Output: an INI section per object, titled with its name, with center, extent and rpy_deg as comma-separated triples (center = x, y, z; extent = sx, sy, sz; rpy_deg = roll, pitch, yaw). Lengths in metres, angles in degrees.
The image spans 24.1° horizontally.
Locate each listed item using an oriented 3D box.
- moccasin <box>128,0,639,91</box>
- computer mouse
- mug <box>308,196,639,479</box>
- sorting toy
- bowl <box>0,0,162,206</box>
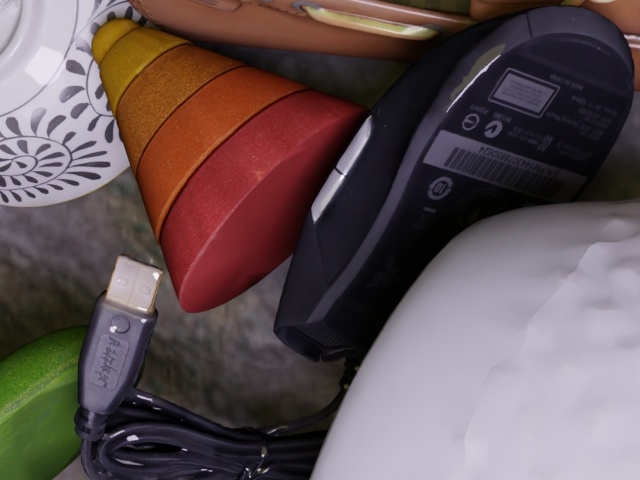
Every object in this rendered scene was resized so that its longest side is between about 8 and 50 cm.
[moccasin]
center = 0.086, -0.144, 0.619
extent = 0.380, 0.147, 0.139
rpy_deg = 8, 86, 11
[computer mouse]
center = 0.000, 0.000, 0.605
extent = 0.262, 0.184, 0.060
rpy_deg = -62, 39, 26
[mug]
center = 0.152, 0.176, 0.530
extent = 0.328, 0.276, 0.374
rpy_deg = 27, 111, 20
[sorting toy]
center = -0.145, 0.033, 0.664
extent = 0.365, 0.127, 0.126
rpy_deg = -44, 77, -1
[bowl]
center = -0.155, -0.103, 0.720
extent = 0.170, 0.080, 0.170
rpy_deg = -1, 86, 15
